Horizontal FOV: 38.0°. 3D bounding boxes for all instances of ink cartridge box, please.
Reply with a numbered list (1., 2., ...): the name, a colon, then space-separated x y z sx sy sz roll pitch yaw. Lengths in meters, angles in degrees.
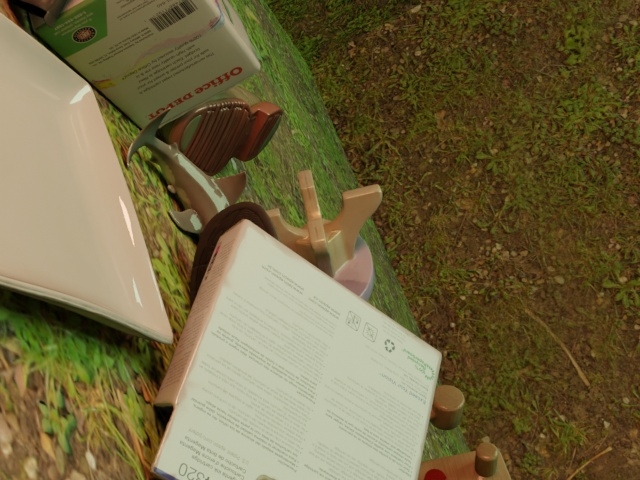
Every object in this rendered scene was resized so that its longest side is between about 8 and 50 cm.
1. ink cartridge box: -0.021 0.191 1.053 0.324 0.071 0.330 36 50 -21
2. ink cartridge box: -0.234 -0.294 1.258 0.278 0.201 0.117 46 20 -61

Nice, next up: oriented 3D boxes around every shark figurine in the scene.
1. shark figurine: -0.169 -0.085 1.333 0.278 0.116 0.166 60 9 -28

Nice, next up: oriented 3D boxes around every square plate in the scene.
1. square plate: -0.282 -0.074 0.897 0.347 0.049 0.344 67 11 21

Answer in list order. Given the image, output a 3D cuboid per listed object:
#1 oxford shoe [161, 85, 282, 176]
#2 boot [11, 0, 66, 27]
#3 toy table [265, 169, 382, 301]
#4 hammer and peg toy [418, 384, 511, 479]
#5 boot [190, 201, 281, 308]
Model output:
1. oxford shoe: -0.194 -0.204 1.573 0.146 0.141 0.397 34 12 8
2. boot: -0.367 -0.352 1.122 0.197 0.137 0.077 26 -8 21
3. toy table: 0.000 0.000 1.678 0.274 0.252 0.161 -123 -164 -55
4. hammer and peg toy: 0.183 0.424 1.500 0.361 0.265 0.127 -107 -171 -46
5. boot: -0.042 0.158 1.278 0.284 0.138 0.378 43 27 -61
